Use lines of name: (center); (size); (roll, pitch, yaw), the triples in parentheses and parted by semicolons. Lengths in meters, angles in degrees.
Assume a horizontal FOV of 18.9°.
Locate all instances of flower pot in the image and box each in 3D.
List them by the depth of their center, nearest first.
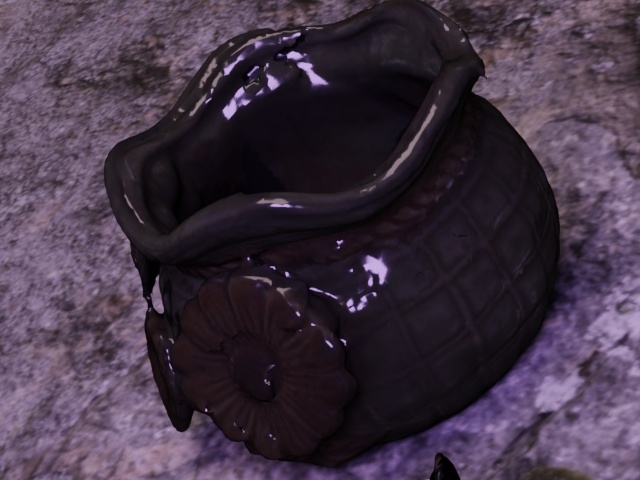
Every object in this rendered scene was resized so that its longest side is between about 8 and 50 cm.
flower pot: (0.000, 0.000, 1.260); (0.301, 0.213, 0.302); (-21, 29, 12)

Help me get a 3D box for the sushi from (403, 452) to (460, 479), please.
sushi: (0.085, 0.198, 0.853); (0.348, 0.234, 0.207); (-9, 33, 22)
